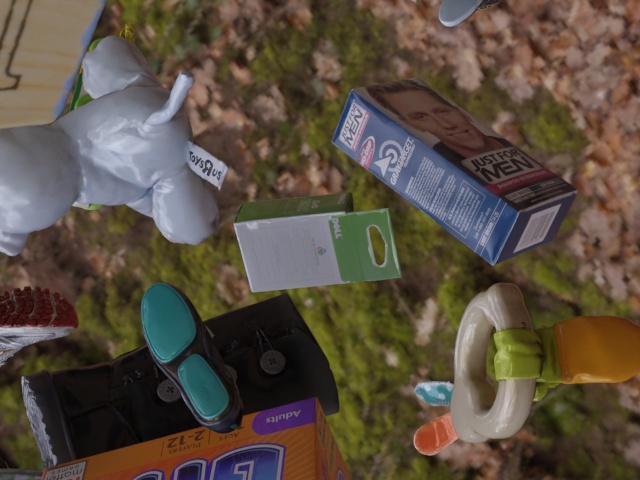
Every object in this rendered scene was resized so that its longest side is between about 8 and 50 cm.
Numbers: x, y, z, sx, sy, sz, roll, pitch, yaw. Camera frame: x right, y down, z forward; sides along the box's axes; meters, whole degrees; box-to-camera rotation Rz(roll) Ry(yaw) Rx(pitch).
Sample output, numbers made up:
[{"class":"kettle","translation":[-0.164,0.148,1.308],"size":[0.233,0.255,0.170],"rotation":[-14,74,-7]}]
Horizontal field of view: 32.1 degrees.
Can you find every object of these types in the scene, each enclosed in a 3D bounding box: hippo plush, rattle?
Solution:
[{"class":"hippo plush","translation":[-0.250,-0.064,1.198],"size":[0.294,0.236,0.234],"rotation":[40,152,58]},{"class":"rattle","translation":[0.175,0.124,0.974],"size":[0.130,0.142,0.200],"rotation":[60,151,35]}]

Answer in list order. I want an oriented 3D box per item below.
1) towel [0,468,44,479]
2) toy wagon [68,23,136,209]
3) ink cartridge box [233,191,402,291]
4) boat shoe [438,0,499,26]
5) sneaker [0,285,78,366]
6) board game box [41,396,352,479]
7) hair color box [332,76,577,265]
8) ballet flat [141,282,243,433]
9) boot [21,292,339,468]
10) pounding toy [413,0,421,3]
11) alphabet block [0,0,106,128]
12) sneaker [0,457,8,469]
[{"class":"towel","translation":[-0.387,0.476,1.707],"size":[0.325,0.248,0.038],"rotation":[13,176,-44]},{"class":"toy wagon","translation":[-0.375,-0.226,1.889],"size":[0.267,0.068,0.344],"rotation":[111,167,-58]},{"class":"ink cartridge box","translation":[0.000,0.000,1.478],"size":[0.062,0.209,0.109],"rotation":[-72,-27,-60]},{"class":"boat shoe","translation":[0.301,-0.463,2.137],"size":[0.065,0.183,0.083],"rotation":[33,168,32]},{"class":"sneaker","translation":[-0.443,0.127,1.551],"size":[0.088,0.225,0.093],"rotation":[-85,-16,-54]},{"class":"board game box","translation":[-0.113,0.461,1.266],"size":[0.356,0.356,0.356],"rotation":[-92,-16,-60]},{"class":"hair color box","translation":[0.204,-0.117,1.726],"size":[0.347,0.105,0.174],"rotation":[39,-144,27]},{"class":"ballet flat","translation":[-0.140,0.134,1.235],"size":[0.203,0.074,0.074],"rotation":[54,178,36]},{"class":"boot","translation":[-0.176,0.300,1.662],"size":[0.367,0.445,0.146],"rotation":[67,155,21]},{"class":"pounding toy","translation":[0.096,-0.415,1.504],"size":[0.155,0.154,0.269],"rotation":[16,-165,-15]},{"class":"alphabet block","translation":[-0.297,-0.204,0.833],"size":[0.197,0.193,0.192],"rotation":[-15,-126,-47]},{"class":"sneaker","translation":[-0.676,0.357,1.960],"size":[0.314,0.116,0.136],"rotation":[51,140,10]}]
